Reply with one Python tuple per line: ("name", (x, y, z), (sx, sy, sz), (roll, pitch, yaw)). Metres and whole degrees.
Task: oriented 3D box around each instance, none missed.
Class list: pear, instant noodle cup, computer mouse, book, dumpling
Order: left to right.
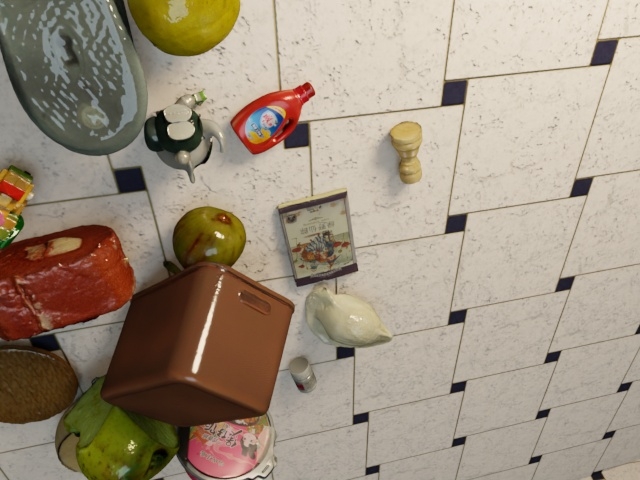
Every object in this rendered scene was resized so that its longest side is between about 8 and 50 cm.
("computer mouse", (-0.375, -0.315, 0.728), (0.189, 0.122, 0.370), (-12, 119, -7))
("pear", (-0.419, 0.452, 1.075), (0.164, 0.255, 0.238), (-48, 125, -12))
("pear", (-0.203, -0.358, 0.733), (0.162, 0.149, 0.148), (-32, 128, -8))
("instant noodle cup", (-0.266, 0.543, 1.303), (0.258, 0.302, 0.181), (-25, 151, -39))
("book", (0.000, 0.001, 1.115), (0.158, 0.026, 0.231), (-15, 127, -5))
("dumpling", (0.065, 0.214, 1.229), (0.216, 0.126, 0.166), (15, 135, -28))

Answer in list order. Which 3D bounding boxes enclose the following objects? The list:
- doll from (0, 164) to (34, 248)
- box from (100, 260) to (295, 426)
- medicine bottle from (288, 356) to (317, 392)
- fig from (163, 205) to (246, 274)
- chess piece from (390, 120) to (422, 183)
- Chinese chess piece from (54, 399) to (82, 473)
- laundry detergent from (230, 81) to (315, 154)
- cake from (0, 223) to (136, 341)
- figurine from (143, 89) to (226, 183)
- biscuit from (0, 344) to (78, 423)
("doll", (-0.576, -0.051, 0.860), (0.106, 0.134, 0.186), (37, 101, -32))
("box", (-0.252, 0.225, 0.992), (0.340, 0.229, 0.239), (-24, 133, 38))
("medicine bottle", (-0.048, 0.369, 1.340), (0.058, 0.058, 0.091), (-20, 127, -2))
("fig", (-0.240, 0.022, 0.988), (0.148, 0.142, 0.186), (28, 102, -1))
("chess piece", (0.185, -0.180, 1.021), (0.066, 0.066, 0.122), (-20, 133, -1))
("Chinese chess piece", (-0.545, 0.499, 1.264), (0.250, 0.103, 0.249), (-8, 126, -12))
("laundry detergent", (-0.079, -0.233, 0.913), (0.165, 0.049, 0.097), (-32, 134, 6))
("cake", (-0.504, 0.068, 0.928), (0.283, 0.177, 0.150), (-19, 127, -9))
("figurine", (-0.235, -0.176, 0.840), (0.126, 0.192, 0.147), (-19, 90, -16))
("biscuit", (-0.705, 0.336, 1.143), (0.262, 0.037, 0.261), (-8, 126, -11))
